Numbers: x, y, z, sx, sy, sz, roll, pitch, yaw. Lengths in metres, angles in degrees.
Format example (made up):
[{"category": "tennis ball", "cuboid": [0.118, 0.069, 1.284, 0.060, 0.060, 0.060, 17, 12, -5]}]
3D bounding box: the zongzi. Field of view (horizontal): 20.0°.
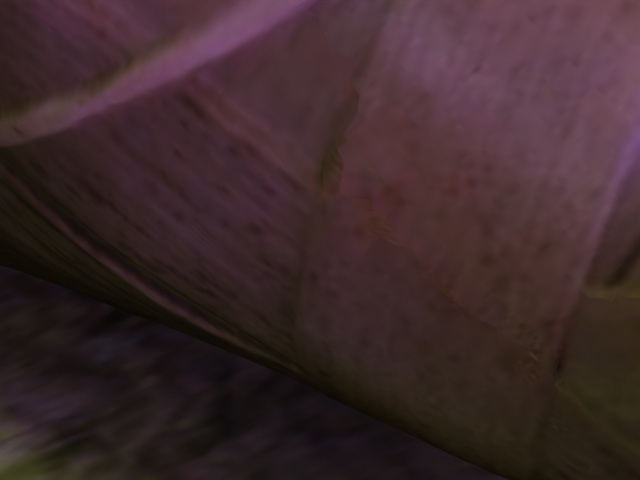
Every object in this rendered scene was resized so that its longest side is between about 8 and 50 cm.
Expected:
[{"category": "zongzi", "cuboid": [-0.017, 0.011, 0.599, 0.218, 0.467, 0.500, -29, -6, -27]}]
